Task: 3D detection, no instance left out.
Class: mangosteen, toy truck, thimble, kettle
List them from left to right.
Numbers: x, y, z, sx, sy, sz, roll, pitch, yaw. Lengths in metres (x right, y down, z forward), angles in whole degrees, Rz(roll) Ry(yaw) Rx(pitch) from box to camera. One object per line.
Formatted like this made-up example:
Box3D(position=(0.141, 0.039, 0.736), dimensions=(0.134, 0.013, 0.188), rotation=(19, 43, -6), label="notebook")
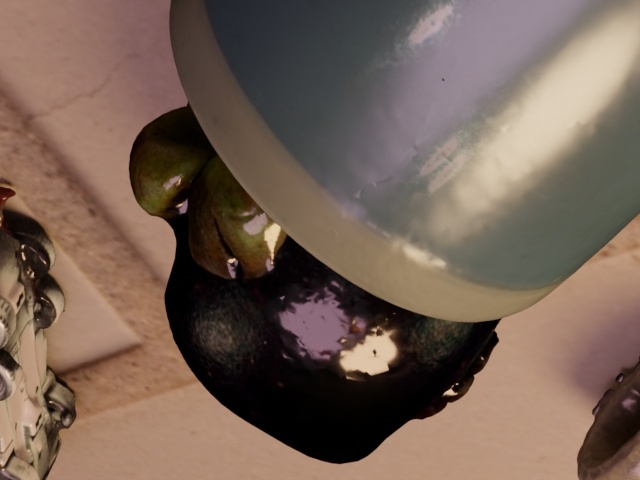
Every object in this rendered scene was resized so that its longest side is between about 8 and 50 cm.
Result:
Box3D(position=(-0.255, 0.077, 1.253), dimensions=(0.135, 0.114, 0.270), rotation=(10, 130, 13), label="toy truck")
Box3D(position=(0.000, 0.000, 1.006), dimensions=(0.243, 0.243, 0.243), rotation=(13, 132, 15), label="mangosteen")
Box3D(position=(0.099, -0.186, 0.815), dimensions=(0.319, 0.247, 0.342), rotation=(52, 126, 13), label="kettle")
Box3D(position=(0.219, 0.125, 1.087), dimensions=(0.090, 0.102, 0.115), rotation=(36, 104, -6), label="thimble")
